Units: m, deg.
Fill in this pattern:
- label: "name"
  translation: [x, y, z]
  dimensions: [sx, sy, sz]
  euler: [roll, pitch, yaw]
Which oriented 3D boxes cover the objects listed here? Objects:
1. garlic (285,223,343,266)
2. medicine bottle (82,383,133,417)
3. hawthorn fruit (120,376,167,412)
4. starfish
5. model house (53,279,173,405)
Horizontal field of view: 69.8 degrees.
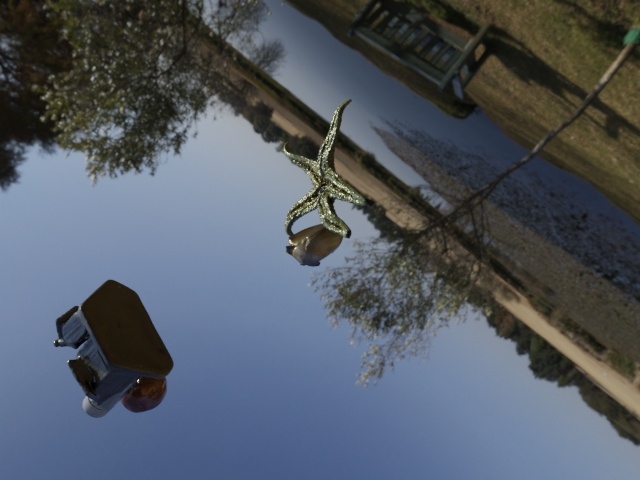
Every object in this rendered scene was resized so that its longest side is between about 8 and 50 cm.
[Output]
- label: "garlic"
  translation: [0.001, -0.005, 0.922]
  dimensions: [0.084, 0.152, 0.066]
  euler: [50, 153, 38]
- label: "medicine bottle"
  translation: [-0.482, 0.335, 1.082]
  dimensions: [0.069, 0.183, 0.119]
  euler: [40, -166, -15]
- label: "hawthorn fruit"
  translation: [-0.541, 0.454, 1.389]
  dimensions: [0.149, 0.149, 0.189]
  euler: [34, 172, -9]
- label: "starfish"
  translation: [0.004, -0.086, 0.632]
  dimensions: [0.050, 0.217, 0.223]
  euler: [-6, -143, -34]
- label: "model house"
  translation: [-0.429, 0.218, 0.916]
  dimensions: [0.229, 0.188, 0.122]
  euler: [55, -159, 9]
